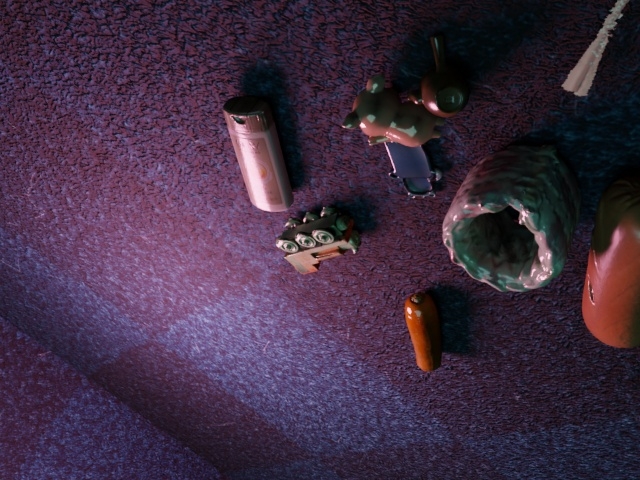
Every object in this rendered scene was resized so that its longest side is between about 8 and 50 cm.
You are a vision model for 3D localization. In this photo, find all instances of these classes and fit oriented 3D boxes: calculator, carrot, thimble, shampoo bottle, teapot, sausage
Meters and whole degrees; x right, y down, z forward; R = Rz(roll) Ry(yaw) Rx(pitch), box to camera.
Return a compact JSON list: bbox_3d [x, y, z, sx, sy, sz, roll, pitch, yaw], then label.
[{"bbox_3d":[0.152,-0.122,1.124,0.094,0.019,0.141,4,138,31],"label":"calculator"},{"bbox_3d":[0.215,0.186,1.408,0.067,0.067,0.225,10,141,24],"label":"carrot"},{"bbox_3d":[0.291,-0.037,1.026,0.186,0.149,0.211,24,143,11],"label":"thimble"},{"bbox_3d":[-0.108,-0.150,1.228,0.086,0.055,0.227,11,140,21],"label":"shampoo bottle"},{"bbox_3d":[0.161,-0.225,0.950,0.085,0.080,0.110,-12,119,5],"label":"teapot"},{"bbox_3d":[0.462,0.037,1.022,0.121,0.121,0.304,11,141,23],"label":"sausage"}]

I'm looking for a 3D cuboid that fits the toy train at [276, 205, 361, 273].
[{"bbox_3d":[0.000,0.000,1.330,0.176,0.074,0.118,-16,135,38],"label":"toy train"}]

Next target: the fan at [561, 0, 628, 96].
[{"bbox_3d":[0.369,-0.324,0.745,0.233,0.012,0.414,27,141,5],"label":"fan"}]

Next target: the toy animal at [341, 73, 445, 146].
[{"bbox_3d":[0.112,-0.187,1.022,0.150,0.083,0.089,14,167,-7],"label":"toy animal"}]
